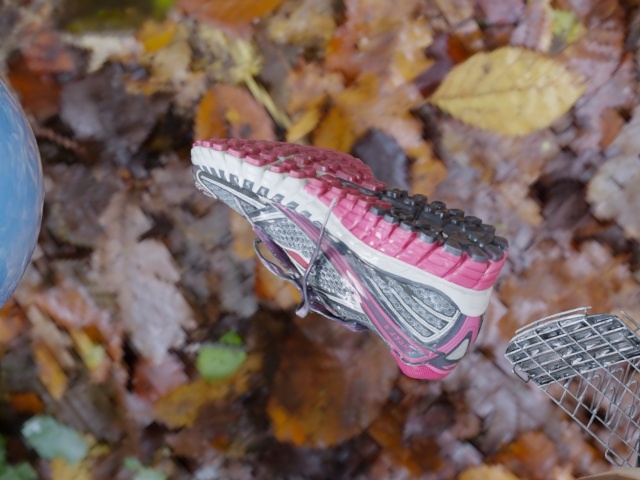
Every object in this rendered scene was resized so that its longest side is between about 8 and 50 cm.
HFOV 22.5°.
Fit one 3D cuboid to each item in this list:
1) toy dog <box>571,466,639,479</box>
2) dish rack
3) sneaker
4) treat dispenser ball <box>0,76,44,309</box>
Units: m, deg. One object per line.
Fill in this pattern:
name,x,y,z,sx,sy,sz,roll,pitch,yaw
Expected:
toy dog,0.214,0.338,0.971,0.395,0.284,0.408,-31,68,22
dish rack,0.335,0.154,1.686,0.271,0.074,0.208,40,146,-16
sneaker,0.000,0.000,1.203,0.299,0.121,0.112,31,112,42
treat dispenser ball,-0.366,-0.038,1.278,0.288,0.288,0.288,14,120,27
